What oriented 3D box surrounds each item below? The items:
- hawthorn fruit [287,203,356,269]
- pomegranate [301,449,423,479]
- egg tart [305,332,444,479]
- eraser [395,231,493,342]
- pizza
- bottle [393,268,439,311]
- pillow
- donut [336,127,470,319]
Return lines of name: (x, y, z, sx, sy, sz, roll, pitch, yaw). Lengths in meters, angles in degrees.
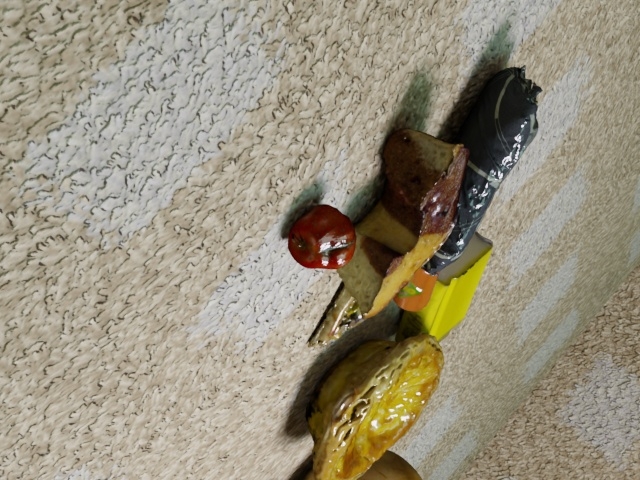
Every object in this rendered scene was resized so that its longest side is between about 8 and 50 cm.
hawthorn fruit: (0.000, 0.000, 1.527, 0.093, 0.093, 0.093, -42, 157, -22)
pomegranate: (0.063, 0.550, 2.292, 0.319, 0.319, 0.319, -42, 157, -22)
egg tart: (0.082, 0.278, 2.072, 0.341, 0.129, 0.341, -39, 154, -23)
eraser: (0.222, 0.097, 2.145, 0.158, 0.069, 0.226, -38, 155, -35)
pizza: (0.047, 0.103, 1.848, 0.176, 0.036, 0.185, -45, 157, -15)
bottle: (0.166, 0.036, 1.939, 0.069, 0.069, 0.187, -35, 152, -35)
pillow: (0.229, -0.102, 1.758, 0.335, 0.092, 0.161, -60, -169, 23)
donut: (0.123, -0.047, 1.662, 0.151, 0.112, 0.295, -23, 147, -54)
